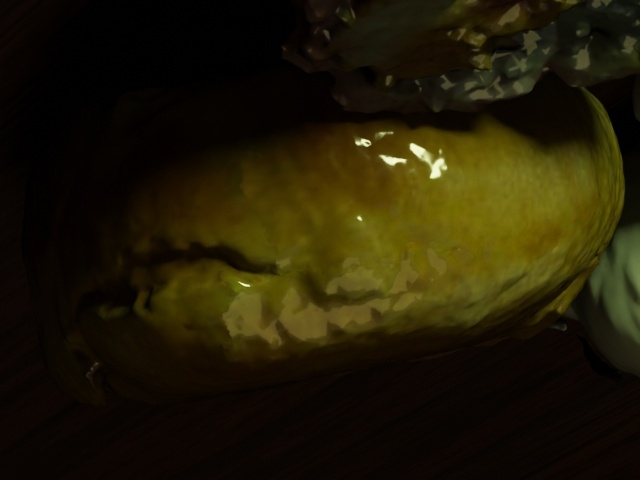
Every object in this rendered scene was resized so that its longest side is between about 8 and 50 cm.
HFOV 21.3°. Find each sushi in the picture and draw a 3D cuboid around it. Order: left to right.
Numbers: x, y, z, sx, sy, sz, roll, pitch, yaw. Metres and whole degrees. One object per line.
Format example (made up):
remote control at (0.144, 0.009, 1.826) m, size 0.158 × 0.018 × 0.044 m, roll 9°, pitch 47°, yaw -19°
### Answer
sushi at (0.097, -0.168, 0.717) m, size 0.270 × 0.170 × 0.236 m, roll -17°, pitch 154°, yaw 7°

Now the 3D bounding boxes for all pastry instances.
pastry at (0.000, 0.000, 0.928) m, size 0.356 × 0.163 × 0.356 m, roll -7°, pitch 171°, yaw -1°

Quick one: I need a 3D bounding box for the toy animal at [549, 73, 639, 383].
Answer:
toy animal at (0.274, -0.047, 1.070) m, size 0.258 × 0.194 × 0.357 m, roll 6°, pitch 136°, yaw -4°
